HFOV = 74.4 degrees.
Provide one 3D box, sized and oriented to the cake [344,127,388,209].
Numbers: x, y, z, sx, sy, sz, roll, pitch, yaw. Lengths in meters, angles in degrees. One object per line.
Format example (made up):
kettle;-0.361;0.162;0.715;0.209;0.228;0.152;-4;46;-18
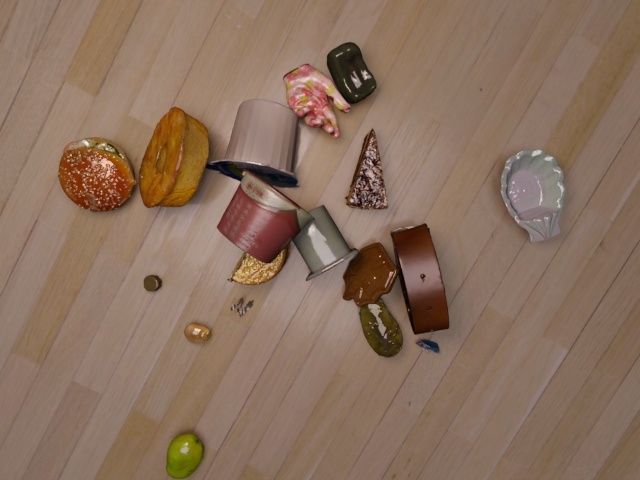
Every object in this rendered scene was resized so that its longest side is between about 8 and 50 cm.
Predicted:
cake;0.175;-0.208;1.313;0.135;0.112;0.245;17;93;-5

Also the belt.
belt;0.309;0.120;1.299;0.122;0.217;0.338;-13;100;7

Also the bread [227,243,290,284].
bread;-0.178;0.052;1.318;0.140;0.143;0.228;31;94;-5

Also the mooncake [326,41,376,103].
mooncake;0.092;-0.497;1.249;0.104;0.175;0.168;-28;54;6

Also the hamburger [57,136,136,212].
hamburger;-0.679;-0.197;1.284;0.237;0.147;0.236;0;99;1

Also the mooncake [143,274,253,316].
mooncake;-0.400;0.176;1.373;0.347;0.057;0.150;31;108;-7

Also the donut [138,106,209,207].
donut;-0.424;-0.229;1.236;0.110;0.303;0.302;15;97;-39

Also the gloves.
gloves;-0.013;-0.411;1.284;0.145;0.126;0.241;-28;93;-22

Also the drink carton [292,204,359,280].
drink carton;0.000;0.000;1.301;0.186;0.191;0.189;-26;90;4

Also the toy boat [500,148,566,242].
toy boat;0.659;-0.141;1.329;0.200;0.100;0.289;-17;95;2

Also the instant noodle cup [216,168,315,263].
instant noodle cup;-0.157;-0.059;1.151;0.235;0.235;0.178;36;93;-4

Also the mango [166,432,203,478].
mango;-0.457;0.727;1.425;0.117;0.089;0.163;8;108;-9

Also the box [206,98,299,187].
box;-0.191;-0.290;1.255;0.292;0.262;0.206;10;84;7

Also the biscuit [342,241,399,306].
biscuit;0.141;0.119;1.326;0.034;0.182;0.215;20;121;-41

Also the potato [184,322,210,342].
potato;-0.404;0.305;1.385;0.084;0.062;0.068;12;127;26

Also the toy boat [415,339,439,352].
toy boat;0.359;0.356;1.415;0.084;0.038;0.038;19;96;-3

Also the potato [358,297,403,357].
potato;0.193;0.279;1.375;0.118;0.090;0.225;-23;97;2
